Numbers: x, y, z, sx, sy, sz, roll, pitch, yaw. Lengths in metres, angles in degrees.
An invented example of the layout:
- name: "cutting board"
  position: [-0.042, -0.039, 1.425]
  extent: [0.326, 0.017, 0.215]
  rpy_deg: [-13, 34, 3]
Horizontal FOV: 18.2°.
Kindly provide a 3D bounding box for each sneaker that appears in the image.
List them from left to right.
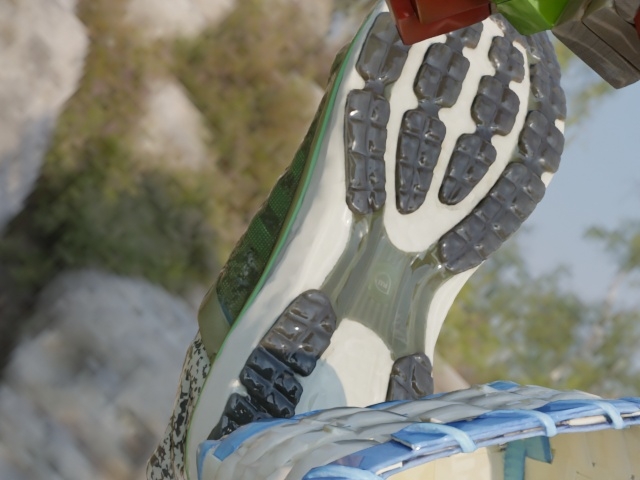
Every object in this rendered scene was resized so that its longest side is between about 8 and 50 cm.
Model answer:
- name: "sneaker"
  position: [0.000, 0.000, 1.180]
  extent: [0.158, 0.410, 0.182]
  rpy_deg: [40, -26, -26]

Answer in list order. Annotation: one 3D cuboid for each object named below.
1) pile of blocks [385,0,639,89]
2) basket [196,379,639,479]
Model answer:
- name: "pile of blocks"
  position: [0.139, -0.120, 0.808]
  extent: [0.362, 0.112, 0.149]
  rpy_deg: [11, -32, 36]
- name: "basket"
  position: [0.088, 0.168, 0.840]
  extent: [0.289, 0.255, 0.201]
  rpy_deg: [18, -69, 62]
